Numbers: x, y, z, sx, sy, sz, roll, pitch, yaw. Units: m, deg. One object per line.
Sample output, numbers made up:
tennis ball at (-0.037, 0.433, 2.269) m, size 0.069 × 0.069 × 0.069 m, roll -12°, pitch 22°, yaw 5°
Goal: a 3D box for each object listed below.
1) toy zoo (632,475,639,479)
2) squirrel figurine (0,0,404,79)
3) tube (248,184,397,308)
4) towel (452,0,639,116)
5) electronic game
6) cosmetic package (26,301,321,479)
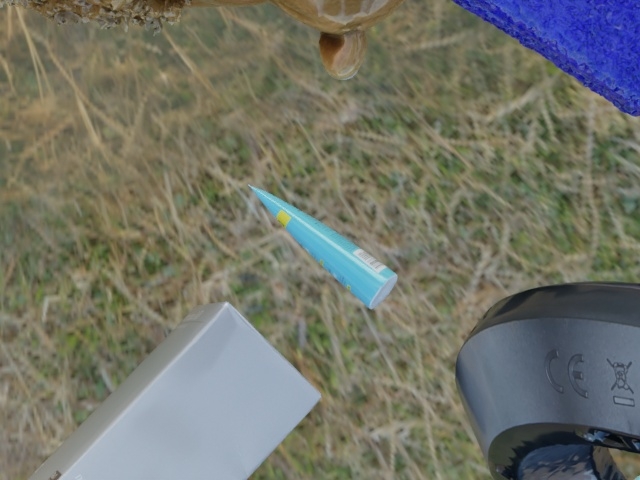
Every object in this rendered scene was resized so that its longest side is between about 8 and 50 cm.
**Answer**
toy zoo at (0.119, 0.266, 0.935) m, size 0.030 × 0.192 × 0.293 m, roll 36°, pitch 100°, yaw -2°
squirrel figurine at (-0.094, -0.263, 1.273) m, size 0.397 × 0.370 × 0.281 m, roll -22°, pitch 130°, yaw -21°
tube at (0.000, 0.000, 1.831) m, size 0.207 × 0.080 × 0.052 m, roll 39°, pitch 86°, yaw 17°
towel at (0.192, -0.237, 0.824) m, size 0.228 × 0.076 × 0.308 m, roll 33°, pitch 102°, yaw 5°
electronic game at (0.137, 0.086, 0.403) m, size 0.229 × 0.229 × 0.048 m, roll 44°, pitch 69°, yaw -24°
cosmetic package at (-0.122, 0.157, 1.041) m, size 0.107 × 0.127 × 0.238 m, roll 43°, pitch 75°, yaw -9°
